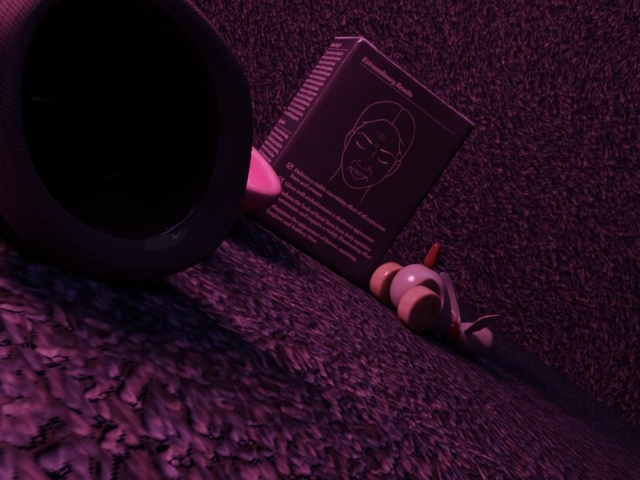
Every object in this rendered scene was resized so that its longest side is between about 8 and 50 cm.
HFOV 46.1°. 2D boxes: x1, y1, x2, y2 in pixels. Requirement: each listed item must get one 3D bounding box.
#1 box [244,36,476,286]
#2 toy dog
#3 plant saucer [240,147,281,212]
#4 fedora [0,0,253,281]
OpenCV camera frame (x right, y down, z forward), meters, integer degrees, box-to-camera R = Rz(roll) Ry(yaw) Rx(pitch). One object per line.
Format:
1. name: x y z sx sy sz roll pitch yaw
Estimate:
1. box: 0.056 -0.164 1.517 0.294 0.395 0.212 33 6 -19
2. toy dog: 0.252 0.114 1.516 0.220 0.161 0.334 38 6 32
3. plant saucer: -0.214 -0.145 1.163 0.332 0.084 0.332 37 14 -11
4. fedora: -0.184 -0.093 0.602 0.124 0.243 0.275 5 -2 30
